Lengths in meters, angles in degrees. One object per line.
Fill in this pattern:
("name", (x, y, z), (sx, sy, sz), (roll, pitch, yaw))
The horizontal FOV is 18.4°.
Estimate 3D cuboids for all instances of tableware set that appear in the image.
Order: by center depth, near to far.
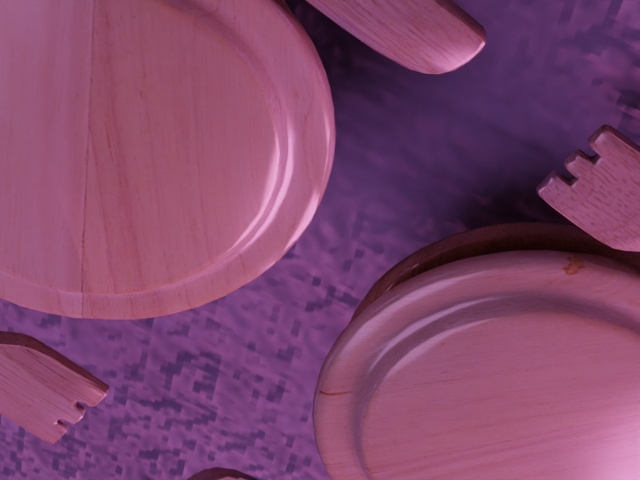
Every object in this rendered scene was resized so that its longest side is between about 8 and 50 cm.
("tableware set", (0.000, 0.000, 0.385), (0.194, 0.039, 0.128), (35, 122, -23))
